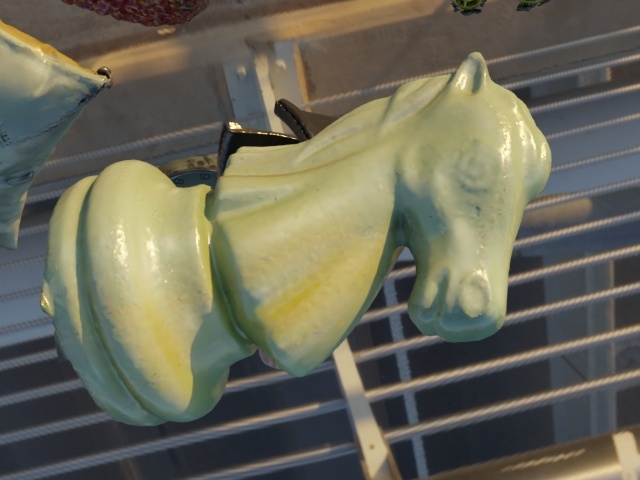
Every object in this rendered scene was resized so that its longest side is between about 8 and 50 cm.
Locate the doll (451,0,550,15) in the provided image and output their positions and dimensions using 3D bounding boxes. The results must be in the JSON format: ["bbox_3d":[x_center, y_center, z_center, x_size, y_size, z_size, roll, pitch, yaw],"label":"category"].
[{"bbox_3d":[0.182,-0.329,0.770,0.135,0.221,0.143,-2,146,8],"label":"doll"}]

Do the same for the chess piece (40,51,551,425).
[{"bbox_3d":[0.000,0.000,0.479,0.298,0.176,0.176,-18,118,8],"label":"chess piece"}]

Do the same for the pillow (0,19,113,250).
[{"bbox_3d":[-0.402,-0.135,0.753,0.310,0.119,0.312,26,132,-23],"label":"pillow"}]

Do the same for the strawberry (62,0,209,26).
[{"bbox_3d":[-0.317,-0.475,1.241,0.343,0.292,0.292,30,108,-24],"label":"strawberry"}]

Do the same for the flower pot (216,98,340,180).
[{"bbox_3d":[0.016,-0.067,1.308,0.251,0.379,0.380,-15,122,-33],"label":"flower pot"}]

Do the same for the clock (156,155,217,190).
[{"bbox_3d":[-0.290,-0.043,1.820,0.318,0.066,0.319,-7,122,-12],"label":"clock"}]

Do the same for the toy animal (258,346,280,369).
[{"bbox_3d":[-0.165,0.089,1.138,0.250,0.154,0.167,10,72,0],"label":"toy animal"}]
